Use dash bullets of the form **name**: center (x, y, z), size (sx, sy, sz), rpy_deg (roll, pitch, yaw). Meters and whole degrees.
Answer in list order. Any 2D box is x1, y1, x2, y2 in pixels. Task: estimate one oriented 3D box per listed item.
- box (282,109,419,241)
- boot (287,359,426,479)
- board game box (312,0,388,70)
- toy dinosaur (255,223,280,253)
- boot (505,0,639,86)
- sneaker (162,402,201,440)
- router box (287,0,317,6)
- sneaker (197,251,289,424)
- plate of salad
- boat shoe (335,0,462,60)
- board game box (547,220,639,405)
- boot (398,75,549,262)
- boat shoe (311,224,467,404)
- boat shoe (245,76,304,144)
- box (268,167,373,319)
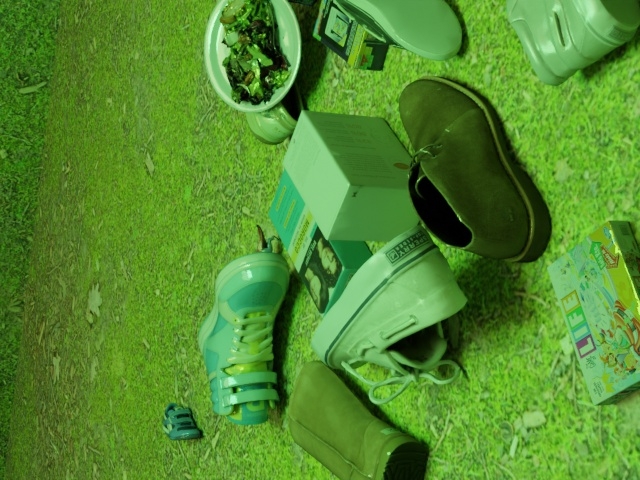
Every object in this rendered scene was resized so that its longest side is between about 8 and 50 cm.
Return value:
- **box**: center (0.046, -0.085, 1.340), size (0.170, 0.130, 0.091), rpy_deg (62, 139, 43)
- **boot**: center (0.033, 0.321, 1.405), size (0.269, 0.089, 0.236), rpy_deg (27, 100, 58)
- **board game box**: center (0.057, -0.341, 1.417), size (0.141, 0.048, 0.170), rpy_deg (49, 130, 49)
- **toy dinosaur**: center (-0.098, 0.027, 1.677), size (0.082, 0.090, 0.047), rpy_deg (-52, 17, 2)
- **boot**: center (0.228, -0.289, 1.042), size (0.123, 0.095, 0.258), rpy_deg (-37, 58, 48)
- **sneaker**: center (-0.279, 0.362, 2.013), size (0.144, 0.053, 0.059), rpy_deg (8, 94, 61)
- **router box**: center (-0.005, -0.441, 1.473), size (0.133, 0.046, 0.178), rpy_deg (-173, 93, -81)
- **sneaker**: center (-0.106, 0.172, 1.627), size (0.319, 0.127, 0.208), rpy_deg (114, 148, -52)
- **plate of salad**: center (-0.113, -0.297, 1.563), size (0.200, 0.048, 0.199), rpy_deg (5, 99, 36)
- **boat shoe**: center (0.096, -0.288, 1.295), size (0.219, 0.078, 0.070), rpy_deg (43, 167, 27)
- **board game box**: center (0.285, 0.072, 0.997), size (0.103, 0.026, 0.154), rpy_deg (-49, 47, 50)
- **boot**: center (0.145, -0.096, 1.177), size (0.305, 0.115, 0.112), rpy_deg (64, 143, 43)
- **boat shoe**: center (0.100, 0.120, 1.238), size (0.156, 0.136, 0.367), rpy_deg (53, 155, 13)
- **boat shoe**: center (-0.084, -0.300, 1.637), size (0.089, 0.105, 0.285), rpy_deg (-25, 79, 51)
- **box**: center (0.000, 0.000, 1.497), size (0.244, 0.060, 0.100), rpy_deg (60, 139, 44)
